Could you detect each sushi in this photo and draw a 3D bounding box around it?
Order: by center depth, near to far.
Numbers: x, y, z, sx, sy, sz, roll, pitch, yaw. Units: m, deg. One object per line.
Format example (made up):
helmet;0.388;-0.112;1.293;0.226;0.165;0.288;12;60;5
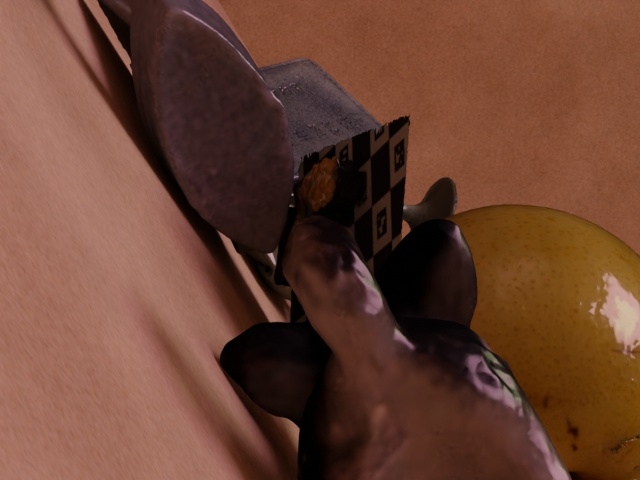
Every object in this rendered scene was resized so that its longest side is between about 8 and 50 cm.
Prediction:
sushi;0.000;0.000;1.658;0.279;0.043;0.192;174;-80;-72

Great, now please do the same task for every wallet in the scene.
wallet;-0.035;-0.112;1.945;0.222;0.036;0.167;-15;51;-48

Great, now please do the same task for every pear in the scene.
pear;0.196;0.138;1.932;0.348;0.348;0.348;58;4;-7

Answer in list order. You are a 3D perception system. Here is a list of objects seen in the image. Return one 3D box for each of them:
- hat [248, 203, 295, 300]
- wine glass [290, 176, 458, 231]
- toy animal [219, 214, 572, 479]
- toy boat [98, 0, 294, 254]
hat;-0.034;0.018;1.931;0.122;0.081;0.166;17;-15;12
wine glass;0.016;-0.054;2.033;0.231;0.103;0.103;18;20;-18
toy animal;0.050;0.107;1.364;0.302;0.194;0.344;64;-2;-8
toy boat;-0.108;-0.116;1.738;0.276;0.111;0.293;65;-7;-14
